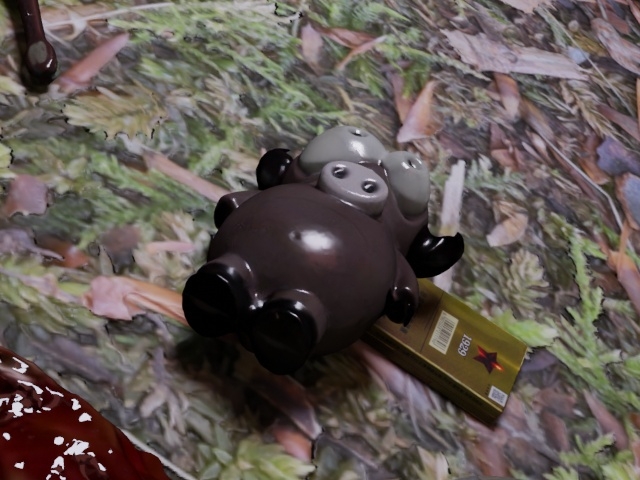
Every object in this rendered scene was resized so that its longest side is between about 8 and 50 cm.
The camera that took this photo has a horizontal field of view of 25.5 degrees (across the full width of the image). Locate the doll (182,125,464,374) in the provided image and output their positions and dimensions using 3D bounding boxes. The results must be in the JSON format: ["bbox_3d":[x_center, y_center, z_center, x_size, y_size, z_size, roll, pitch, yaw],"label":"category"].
[{"bbox_3d":[-0.001,0.002,1.047,0.182,0.117,0.257,29,40,13],"label":"doll"}]

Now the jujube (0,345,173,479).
[{"bbox_3d":[-0.160,0.192,0.611,0.377,0.276,0.276,30,37,-11],"label":"jujube"}]

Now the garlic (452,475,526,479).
[{"bbox_3d":[0.130,0.269,0.754,0.322,0.241,0.322,-19,90,-77],"label":"garlic"}]

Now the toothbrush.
[{"bbox_3d":[-0.263,-0.264,1.207,0.041,0.041,0.364,6,45,-31],"label":"toothbrush"}]

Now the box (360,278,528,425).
[{"bbox_3d":[0.095,0.078,1.112,0.133,0.023,0.090,33,39,-1],"label":"box"}]
